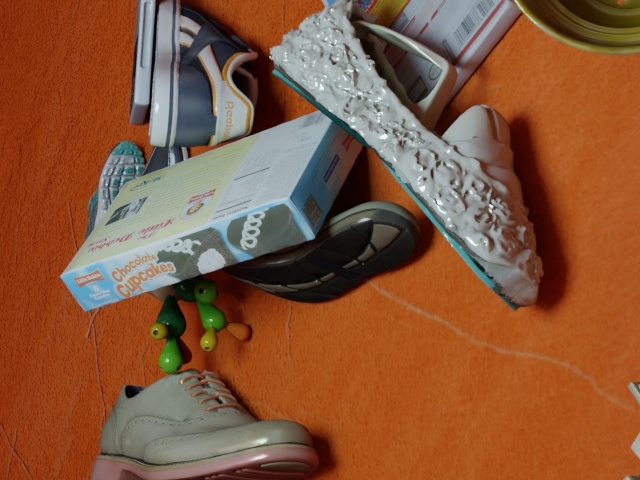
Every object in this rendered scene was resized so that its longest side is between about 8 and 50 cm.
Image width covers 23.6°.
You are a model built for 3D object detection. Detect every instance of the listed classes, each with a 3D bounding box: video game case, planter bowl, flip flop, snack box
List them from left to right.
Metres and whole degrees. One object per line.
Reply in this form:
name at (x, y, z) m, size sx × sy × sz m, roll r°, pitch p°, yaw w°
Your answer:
video game case at (-0.226, -0.245, 1.966) m, size 0.190 × 0.022 × 0.173 m, roll 160°, pitch 114°, yaw -80°
snack box at (-0.120, -0.035, 1.690) m, size 0.322 × 0.060 × 0.187 m, roll -17°, pitch 28°, yaw 32°
flip flop at (0.000, 0.000, 1.657) m, size 0.277 × 0.112 × 0.080 m, roll -25°, pitch 48°, yaw 46°
video game case at (0.092, -0.271, 1.635) m, size 0.204 × 0.025 × 0.285 m, roll -52°, pitch 48°, yaw 34°
planter bowl at (0.266, -0.258, 1.331) m, size 0.217 × 0.090 × 0.217 m, roll -2°, pitch 84°, yaw 15°

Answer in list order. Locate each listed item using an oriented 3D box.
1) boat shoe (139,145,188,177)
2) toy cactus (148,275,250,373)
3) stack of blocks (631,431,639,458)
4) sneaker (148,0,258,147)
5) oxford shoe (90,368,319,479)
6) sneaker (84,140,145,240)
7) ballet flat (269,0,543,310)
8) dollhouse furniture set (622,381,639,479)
boat shoe at (-0.224, -0.040, 1.968) m, size 0.075 × 0.065 × 0.206 m, roll 32°, pitch 110°, yaw 49°
toy cactus at (-0.156, 0.051, 1.850) m, size 0.180 × 0.112 × 0.219 m, roll 4°, pitch 85°, yaw 61°
stack of blocks at (0.374, 0.063, 1.114) m, size 0.087 × 0.171 × 0.297 m, roll 49°, pitch 123°, yaw 43°
sneaker at (-0.143, -0.197, 1.856) m, size 0.321 × 0.127 × 0.126 m, roll -100°, pitch 15°, yaw -59°
oxford shoe at (-0.145, 0.216, 1.778) m, size 0.397 × 0.140 × 0.146 m, roll -10°, pitch 70°, yaw 49°
sneaker at (-0.284, -0.056, 2.051) m, size 0.076 × 0.065 × 0.166 m, roll 27°, pitch 105°, yaw 54°
ballet flat at (0.099, -0.109, 1.501) m, size 0.409 × 0.147 × 0.147 m, roll 48°, pitch 122°, yaw 32°
dollhouse furniture set at (0.256, 0.187, 1.234) m, size 0.101 × 0.182 × 0.161 m, roll -55°, pitch 47°, yaw 32°
